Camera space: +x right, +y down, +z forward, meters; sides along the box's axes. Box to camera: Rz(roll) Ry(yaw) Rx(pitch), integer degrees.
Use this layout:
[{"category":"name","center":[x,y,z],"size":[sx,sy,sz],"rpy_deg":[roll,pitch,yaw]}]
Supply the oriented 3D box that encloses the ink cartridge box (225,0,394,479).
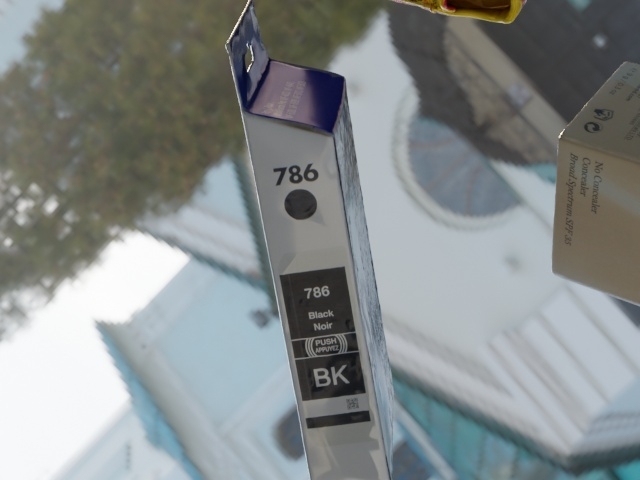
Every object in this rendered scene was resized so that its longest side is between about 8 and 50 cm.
[{"category":"ink cartridge box","center":[0.000,0.000,1.094],"size":[0.165,0.065,0.332],"rpy_deg":[-80,-20,-69]}]

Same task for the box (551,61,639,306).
[{"category":"box","center":[0.338,-0.008,1.145],"size":[0.311,0.148,0.121],"rpy_deg":[20,-135,28]}]

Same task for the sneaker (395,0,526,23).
[{"category":"sneaker","center":[0.085,-0.221,1.279],"size":[0.175,0.064,0.067],"rpy_deg":[9,-149,8]}]
